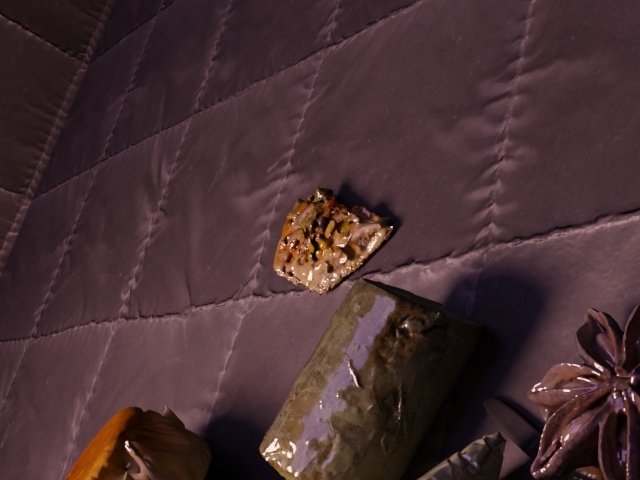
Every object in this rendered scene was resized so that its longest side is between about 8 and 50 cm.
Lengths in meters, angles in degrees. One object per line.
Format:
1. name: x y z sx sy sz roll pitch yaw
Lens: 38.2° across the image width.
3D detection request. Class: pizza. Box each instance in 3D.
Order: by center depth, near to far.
1. pizza: 0.000 0.000 1.297 0.147 0.069 0.226 -60 30 -1

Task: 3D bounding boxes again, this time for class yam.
1. yam: 0.050 0.170 0.994 0.268 0.161 0.161 -59 30 -1

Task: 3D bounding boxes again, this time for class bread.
1. bread: -0.255 0.344 1.167 0.388 0.183 0.236 163 130 -87

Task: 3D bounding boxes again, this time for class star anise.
1. star anise: 0.254 0.133 0.781 0.197 0.073 0.212 -14 46 48

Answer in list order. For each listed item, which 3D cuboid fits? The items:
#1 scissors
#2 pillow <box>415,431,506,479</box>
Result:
1. scissors: 0.212 0.200 0.854 0.088 0.017 0.220 -57 30 5
2. pillow: 0.032 0.309 0.828 0.076 0.274 0.281 48 122 16
